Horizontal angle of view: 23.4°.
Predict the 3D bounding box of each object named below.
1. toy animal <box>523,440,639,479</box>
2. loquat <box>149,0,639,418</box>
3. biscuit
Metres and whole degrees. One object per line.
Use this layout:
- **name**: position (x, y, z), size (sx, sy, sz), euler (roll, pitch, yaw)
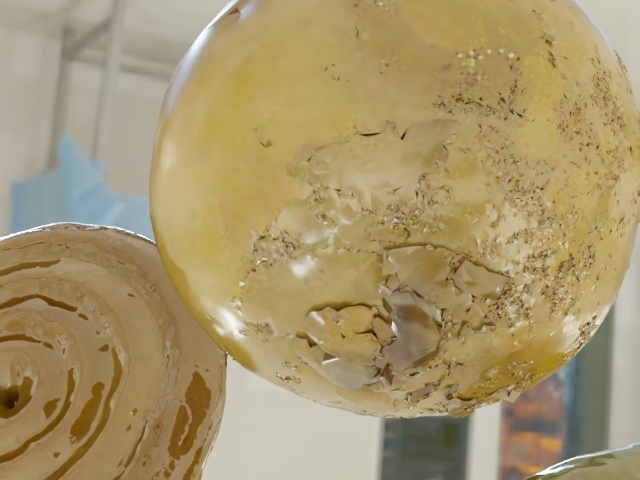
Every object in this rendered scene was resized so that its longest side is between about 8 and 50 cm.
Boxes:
- **toy animal**: position (0.218, 0.272, 0.786), size (0.180, 0.363, 0.181), euler (5, 130, -51)
- **loquat**: position (0.037, -0.030, 0.717), size (0.235, 0.235, 0.235), euler (4, 169, 1)
- **biscuit**: position (-0.176, 0.095, 0.892), size (0.262, 0.262, 0.037), euler (0, 145, 21)
